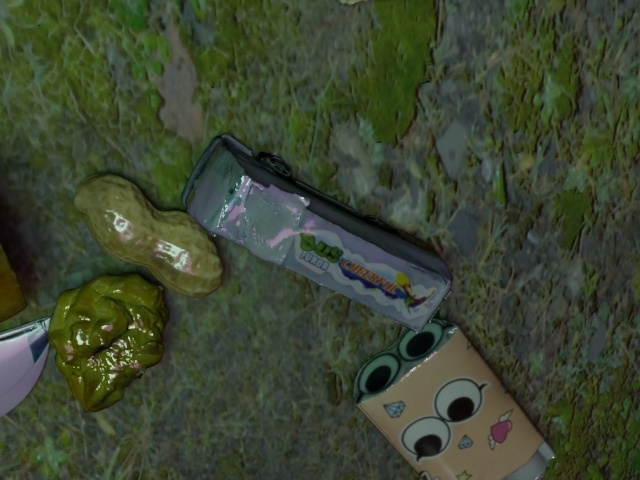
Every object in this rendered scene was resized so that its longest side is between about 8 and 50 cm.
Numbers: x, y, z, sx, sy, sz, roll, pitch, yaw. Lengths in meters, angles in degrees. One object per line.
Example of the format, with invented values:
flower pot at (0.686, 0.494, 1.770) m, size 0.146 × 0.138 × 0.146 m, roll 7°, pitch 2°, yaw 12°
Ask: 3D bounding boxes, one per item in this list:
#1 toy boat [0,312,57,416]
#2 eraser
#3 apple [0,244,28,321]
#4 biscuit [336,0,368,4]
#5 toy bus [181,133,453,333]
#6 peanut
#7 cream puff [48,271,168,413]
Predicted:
toy boat at (-0.439, 0.181, 0.876) m, size 0.319 × 0.072 × 0.219 m, roll 2°, pitch 108°, yaw -26°
eraser at (0.188, 0.252, 1.055) m, size 0.171 × 0.087 × 0.290 m, roll -38°, pitch 115°, yaw 3°
apple at (-0.423, -0.047, 0.719) m, size 0.254 × 0.179 × 0.345 m, roll -17°, pitch 116°, yaw 11°
biscuit at (0.123, -0.300, 0.836) m, size 0.219 × 0.055 × 0.061 m, roll -9°, pitch 124°, yaw -12°
toy bus at (0.000, 0.000, 0.875) m, size 0.317 × 0.138 × 0.112 m, roll 26°, pitch 101°, yaw -25°
peanut at (-0.188, -0.007, 0.852) m, size 0.193 × 0.089 × 0.089 m, roll 35°, pitch 98°, yaw -24°
cream puff at (-0.234, 0.115, 0.852) m, size 0.146 × 0.116 × 0.146 m, roll -17°, pitch 139°, yaw -15°
